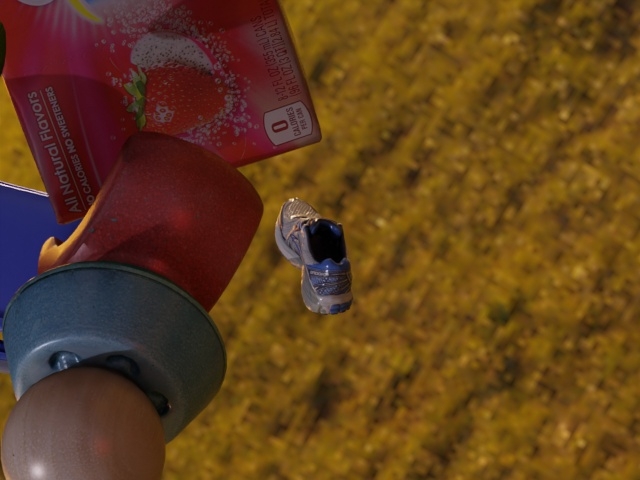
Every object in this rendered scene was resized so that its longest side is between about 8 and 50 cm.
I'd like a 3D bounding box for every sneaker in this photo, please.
[{"bbox_3d":[0.000,0.000,1.578,0.135,0.052,0.058,-118,29,-48],"label":"sneaker"}]

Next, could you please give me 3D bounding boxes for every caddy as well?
[{"bbox_3d":[-0.296,0.037,1.822,0.241,0.341,0.179,23,-99,-84],"label":"caddy"}]

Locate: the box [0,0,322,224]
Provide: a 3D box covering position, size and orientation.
[{"bbox_3d":[-0.099,-0.152,0.852,0.128,0.256,0.122,-18,16,1],"label":"box"}]

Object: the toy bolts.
[{"bbox_3d":[-0.152,0.030,0.726,0.218,0.228,0.158,-54,16,38],"label":"toy bolts"}]
